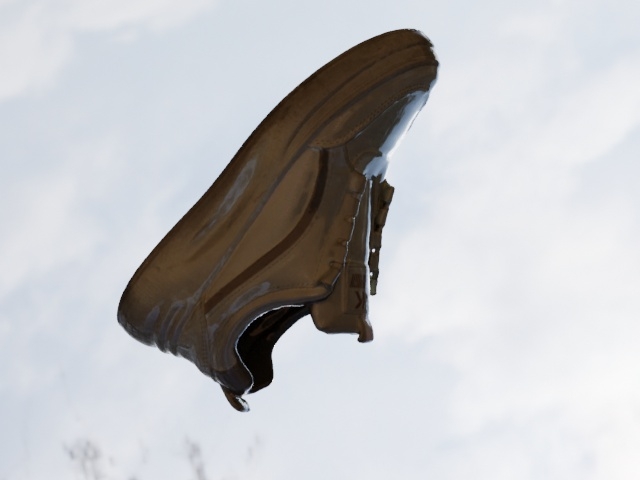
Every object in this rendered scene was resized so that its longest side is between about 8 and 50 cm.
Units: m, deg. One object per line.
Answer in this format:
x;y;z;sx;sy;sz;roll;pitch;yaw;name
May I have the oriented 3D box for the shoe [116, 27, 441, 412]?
0.000;0.000;1.205;0.316;0.159;0.124;-45;164;13;shoe
